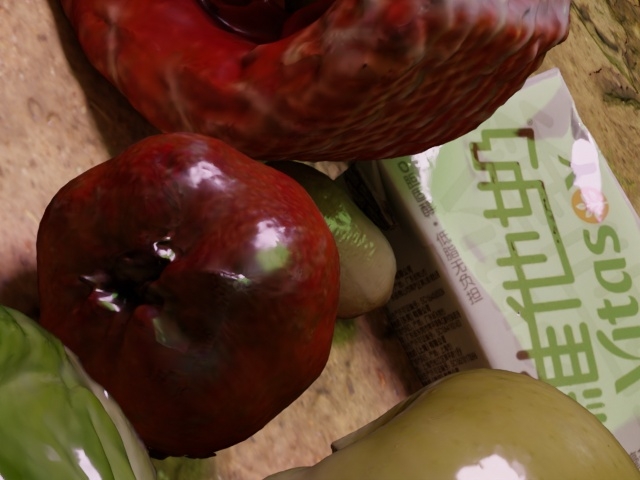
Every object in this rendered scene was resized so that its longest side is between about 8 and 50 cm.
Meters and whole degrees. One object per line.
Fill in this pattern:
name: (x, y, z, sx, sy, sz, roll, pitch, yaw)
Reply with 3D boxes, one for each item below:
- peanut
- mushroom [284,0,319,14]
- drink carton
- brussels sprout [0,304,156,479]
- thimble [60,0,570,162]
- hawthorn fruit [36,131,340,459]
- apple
peanut: (0.000, 0.000, 1.179, 0.152, 0.076, 0.076, 49, 30, -27)
mushroom: (0.048, -0.204, 1.375, 0.253, 0.153, 0.253, 30, 42, -31)
drink carton: (0.170, 0.050, 1.270, 0.194, 0.132, 0.325, -26, 86, -27)
brussels sprout: (-0.174, 0.124, 0.635, 0.244, 0.244, 0.244, 40, 34, -34)
thimble: (-0.001, -0.216, 1.101, 0.230, 0.350, 0.350, 4, 61, -59)
hawthorn fruit: (-0.072, 0.033, 0.933, 0.185, 0.185, 0.202, 67, 11, 11)
apple: (0.098, 0.217, 0.962, 0.258, 0.233, 0.295, 60, 28, 7)
